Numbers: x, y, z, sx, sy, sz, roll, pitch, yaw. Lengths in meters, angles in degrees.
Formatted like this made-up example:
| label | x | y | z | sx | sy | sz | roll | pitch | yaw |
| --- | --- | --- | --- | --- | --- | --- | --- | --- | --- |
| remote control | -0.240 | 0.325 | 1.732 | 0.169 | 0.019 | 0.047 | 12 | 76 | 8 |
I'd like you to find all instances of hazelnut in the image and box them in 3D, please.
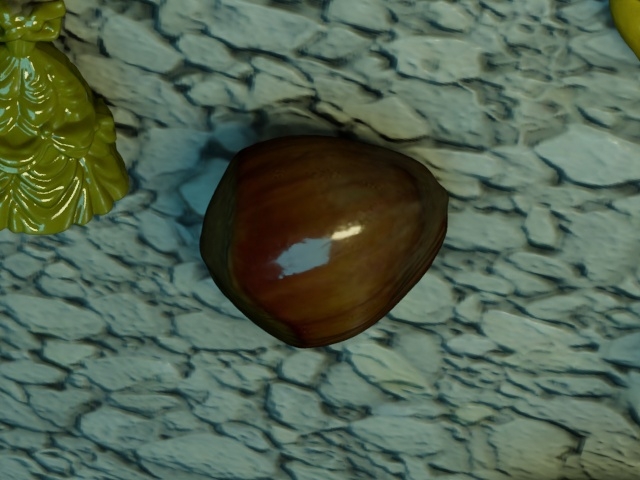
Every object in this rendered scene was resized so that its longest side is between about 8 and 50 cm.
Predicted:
| label | x | y | z | sx | sy | sz | roll | pitch | yaw |
| --- | --- | --- | --- | --- | --- | --- | --- | --- | --- |
| hazelnut | -0.002 | -0.009 | 1.484 | 0.186 | 0.210 | 0.210 | 31 | 131 | 21 |

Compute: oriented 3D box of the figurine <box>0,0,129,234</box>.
| label | x | y | z | sx | sy | sz | roll | pitch | yaw |
| --- | --- | --- | --- | --- | --- | --- | --- | --- | --- |
| figurine | -0.243 | -0.175 | 1.420 | 0.187 | 0.168 | 0.315 | 20 | 130 | 12 |

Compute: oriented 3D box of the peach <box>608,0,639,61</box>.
| label | x | y | z | sx | sy | sz | roll | pitch | yaw |
| --- | --- | --- | --- | --- | --- | --- | --- | --- | --- |
| peach | 0.302 | -0.187 | 1.304 | 0.179 | 0.103 | 0.179 | 9 | 127 | 12 |
